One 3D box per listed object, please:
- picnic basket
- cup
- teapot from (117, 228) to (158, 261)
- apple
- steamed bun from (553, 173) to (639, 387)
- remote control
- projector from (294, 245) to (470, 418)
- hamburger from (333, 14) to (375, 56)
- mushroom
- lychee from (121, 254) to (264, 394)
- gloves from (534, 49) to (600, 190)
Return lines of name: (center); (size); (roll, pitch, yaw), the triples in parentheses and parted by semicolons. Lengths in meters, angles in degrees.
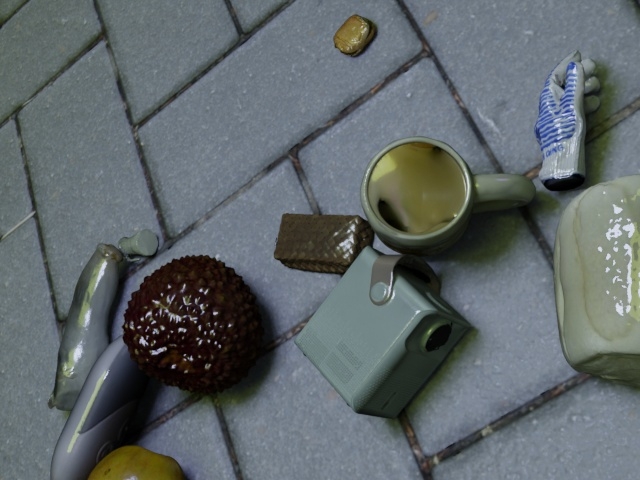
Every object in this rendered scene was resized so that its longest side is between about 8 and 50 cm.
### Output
picnic basket: (0.000, 0.000, 1.600); (0.193, 0.055, 0.110); (2, 73, 36)
cup: (0.191, -0.084, 1.402); (0.255, 0.202, 0.173); (-28, 80, 4)
teapot: (-0.388, 0.013, 1.859); (0.083, 0.057, 0.067); (-10, 63, 39)
apple: (-0.327, 0.448, 1.574); (0.182, 0.182, 0.155); (3, 68, 35)
steamed bun: (0.419, 0.063, 1.196); (0.272, 0.273, 0.290); (-24, 55, 43)
remote control: (-0.406, 0.323, 1.656); (0.103, 0.221, 0.332); (22, 86, 4)
projector: (0.103, 0.138, 1.408); (0.242, 0.163, 0.177); (-53, 54, 8)
hamburger: (0.065, -0.398, 1.718); (0.083, 0.044, 0.076); (-50, 54, 10)
mushroom: (-0.477, 0.175, 1.816); (0.109, 0.097, 0.352); (-4, 73, 51)
lychee: (-0.222, 0.137, 1.595); (0.271, 0.271, 0.271); (-13, 65, 30)
gloves: (0.384, -0.190, 1.381); (0.097, 0.119, 0.229); (15, 76, 5)
